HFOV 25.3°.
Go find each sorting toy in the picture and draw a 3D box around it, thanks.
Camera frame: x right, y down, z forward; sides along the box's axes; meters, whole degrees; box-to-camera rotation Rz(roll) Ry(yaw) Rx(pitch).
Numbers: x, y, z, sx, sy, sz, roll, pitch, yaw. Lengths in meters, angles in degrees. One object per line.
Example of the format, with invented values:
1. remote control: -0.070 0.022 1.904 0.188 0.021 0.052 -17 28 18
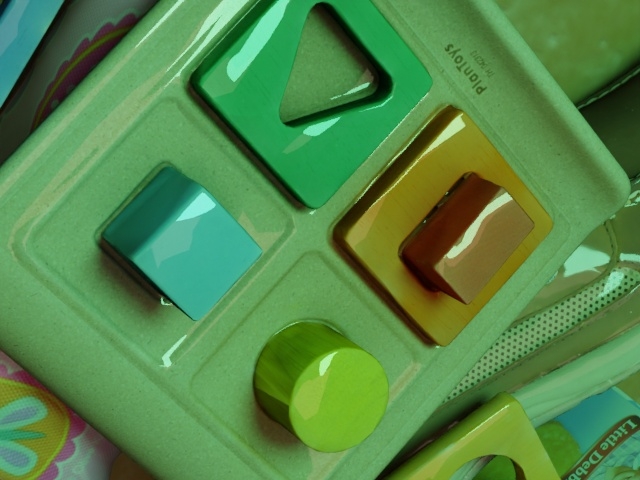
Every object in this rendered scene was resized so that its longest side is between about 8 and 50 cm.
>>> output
1. sorting toy: 0.000 0.000 0.471 0.196 0.047 0.347 -46 119 -4

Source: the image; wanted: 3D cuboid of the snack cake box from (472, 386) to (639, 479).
1. snack cake box: 0.043 0.169 0.616 0.264 0.152 0.089 -35 116 -8

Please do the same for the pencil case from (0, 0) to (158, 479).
1. pencil case: -0.065 -0.039 0.527 0.124 0.124 0.284 31 95 -27

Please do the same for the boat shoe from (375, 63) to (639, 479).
1. boat shoe: 0.067 0.008 0.592 0.324 0.123 0.116 -41 115 -6
